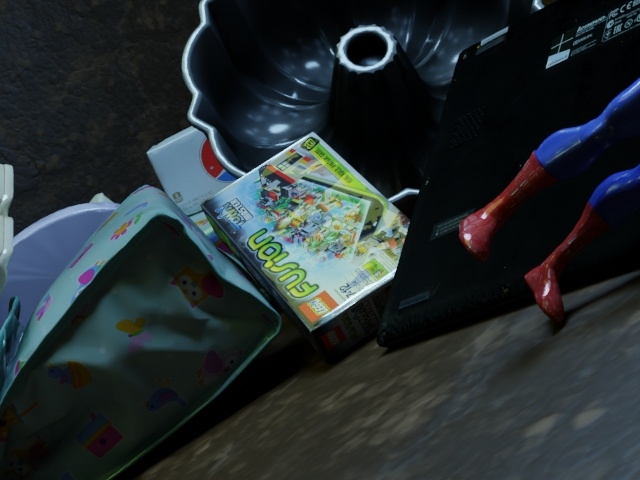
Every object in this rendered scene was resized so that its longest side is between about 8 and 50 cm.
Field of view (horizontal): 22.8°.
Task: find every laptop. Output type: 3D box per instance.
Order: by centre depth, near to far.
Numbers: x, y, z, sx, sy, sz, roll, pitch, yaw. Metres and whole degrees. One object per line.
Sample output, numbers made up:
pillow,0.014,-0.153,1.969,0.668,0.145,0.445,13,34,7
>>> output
laptop,0.288,-0.088,1.076,0.382,0.236,0.408,-24,39,49

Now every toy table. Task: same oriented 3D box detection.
toy table,-0.272,0.072,1.575,0.274,0.252,0.161,-41,20,-3

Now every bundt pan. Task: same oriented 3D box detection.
bundt pan,0.049,-0.137,1.422,0.331,0.331,0.124,-33,-30,-9

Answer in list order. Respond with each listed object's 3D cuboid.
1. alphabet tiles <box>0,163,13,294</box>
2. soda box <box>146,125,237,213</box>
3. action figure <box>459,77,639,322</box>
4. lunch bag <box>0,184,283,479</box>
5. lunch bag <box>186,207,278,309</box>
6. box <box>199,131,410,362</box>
alphabet tiles,-0.312,0.076,1.355,0.278,0.021,0.284,-103,34,-49
soda box,-0.059,-0.104,1.570,0.216,0.074,0.069,-26,9,3
action figure,0.200,-0.062,0.811,0.280,0.091,0.139,-47,21,15
lunch bag,-0.175,0.095,1.257,0.262,0.160,0.223,-46,12,1
lunch bag,-0.043,-0.011,1.587,0.224,0.108,0.279,-27,8,-8
box,0.000,0.000,1.217,0.114,0.036,0.207,-33,39,-9
